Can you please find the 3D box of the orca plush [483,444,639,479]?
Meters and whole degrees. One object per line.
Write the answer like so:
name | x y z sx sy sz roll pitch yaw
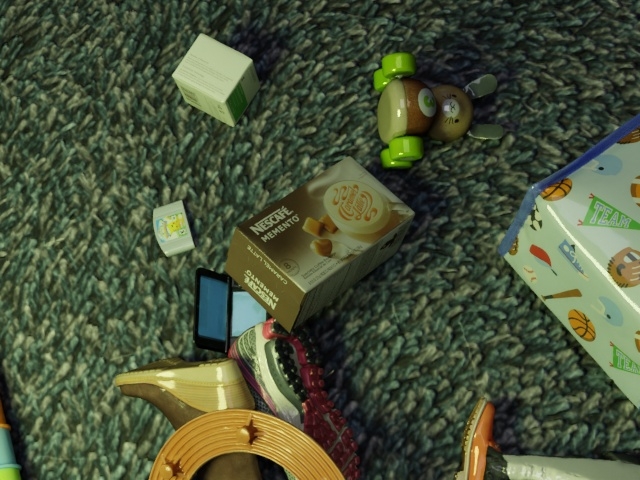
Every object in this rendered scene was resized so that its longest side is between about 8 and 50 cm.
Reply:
orca plush | 0.357 0.358 1.338 0.287 0.151 0.102 4 109 -8

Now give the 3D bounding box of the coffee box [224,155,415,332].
coffee box | 0.000 0.000 1.437 0.141 0.098 0.246 42 50 18

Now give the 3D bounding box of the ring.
ring | -0.097 0.390 1.332 0.336 0.032 0.337 3 98 25

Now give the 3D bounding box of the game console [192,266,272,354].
game console | -0.128 0.104 1.491 0.107 0.071 0.122 -2 73 7

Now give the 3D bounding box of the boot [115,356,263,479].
boot | -0.188 0.275 1.429 0.248 0.090 0.207 -7 96 39

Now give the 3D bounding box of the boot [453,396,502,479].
boot | 0.235 0.301 1.398 0.084 0.059 0.158 10 83 7

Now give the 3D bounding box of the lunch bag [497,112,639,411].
lunch bag | 0.504 -0.013 1.376 0.385 0.239 0.328 -30 70 -20

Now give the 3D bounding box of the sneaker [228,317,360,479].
sneaker | -0.036 0.259 1.422 0.112 0.121 0.299 -25 78 35

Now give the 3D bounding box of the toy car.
toy car | 0.185 -0.197 1.520 0.188 0.149 0.155 -4 84 -7

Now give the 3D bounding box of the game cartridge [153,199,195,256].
game cartridge | -0.232 -0.018 1.571 0.056 0.017 0.083 -19 71 4

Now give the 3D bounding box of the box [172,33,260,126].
box | -0.163 -0.253 1.590 0.102 0.101 0.087 28 78 13

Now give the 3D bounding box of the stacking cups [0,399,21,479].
stacking cups | -0.489 0.318 1.467 0.096 0.096 0.316 -21 67 0
